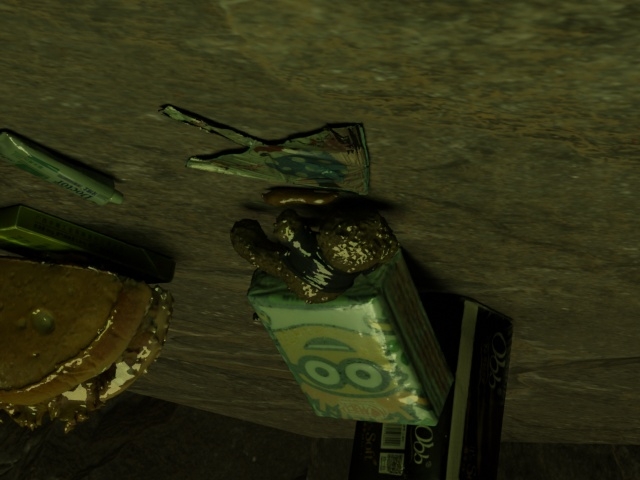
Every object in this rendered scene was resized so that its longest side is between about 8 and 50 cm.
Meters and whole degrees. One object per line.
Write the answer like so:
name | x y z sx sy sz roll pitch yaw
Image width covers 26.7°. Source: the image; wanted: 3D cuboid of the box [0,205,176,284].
box | -0.414 0.014 2.252 0.311 0.043 0.173 22 161 -38

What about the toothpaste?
toothpaste | -0.352 -0.094 1.814 0.064 0.041 0.218 -18 148 40

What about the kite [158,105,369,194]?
kite | -0.054 -0.108 1.622 0.314 0.011 0.335 21 160 -36

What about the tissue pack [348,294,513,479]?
tissue pack | 0.182 0.290 2.272 0.210 0.370 0.198 0 164 33

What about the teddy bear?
teddy bear | 0.000 0.021 1.836 0.182 0.129 0.251 2 171 -37

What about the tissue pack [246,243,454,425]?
tissue pack | 0.051 0.149 2.086 0.228 0.128 0.311 2 137 30

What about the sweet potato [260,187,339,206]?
sweet potato | -0.031 -0.056 1.771 0.115 0.026 0.026 3 164 26

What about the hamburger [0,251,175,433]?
hamburger | -0.463 0.176 2.268 0.445 0.287 0.268 6 168 27

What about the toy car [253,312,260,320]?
toy car | -0.039 0.100 2.250 0.112 0.112 0.139 1 -176 -38
